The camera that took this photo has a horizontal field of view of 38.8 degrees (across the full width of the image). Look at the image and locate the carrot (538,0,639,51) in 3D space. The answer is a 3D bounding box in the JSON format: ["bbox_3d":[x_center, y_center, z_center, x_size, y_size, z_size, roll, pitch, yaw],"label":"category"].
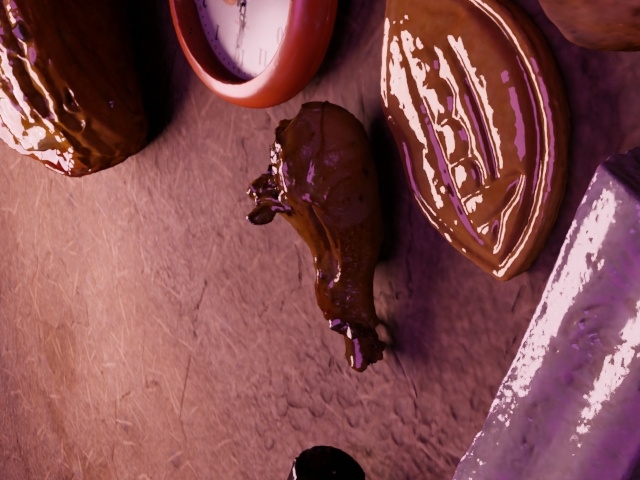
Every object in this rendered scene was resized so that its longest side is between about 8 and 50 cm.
[{"bbox_3d":[0.218,-0.141,0.297,0.254,0.196,0.196,21,116,44],"label":"carrot"}]

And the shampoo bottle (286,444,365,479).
[{"bbox_3d":[-0.025,0.291,0.790,0.104,0.104,0.278,45,132,36],"label":"shampoo bottle"}]

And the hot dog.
[{"bbox_3d":[-0.294,-0.256,0.933,0.267,0.174,0.387,-9,93,55],"label":"hot dog"}]

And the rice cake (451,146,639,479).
[{"bbox_3d":[0.157,0.100,0.543,0.106,0.050,0.298,44,131,37],"label":"rice cake"}]

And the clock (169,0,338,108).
[{"bbox_3d":[-0.057,-0.210,0.737,0.205,0.051,0.205,18,114,48],"label":"clock"}]

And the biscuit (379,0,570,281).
[{"bbox_3d":[0.096,-0.082,0.591,0.142,0.029,0.220,-23,81,53],"label":"biscuit"}]

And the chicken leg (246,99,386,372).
[{"bbox_3d":[0.003,0.000,0.692,0.101,0.085,0.207,-10,102,11],"label":"chicken leg"}]
